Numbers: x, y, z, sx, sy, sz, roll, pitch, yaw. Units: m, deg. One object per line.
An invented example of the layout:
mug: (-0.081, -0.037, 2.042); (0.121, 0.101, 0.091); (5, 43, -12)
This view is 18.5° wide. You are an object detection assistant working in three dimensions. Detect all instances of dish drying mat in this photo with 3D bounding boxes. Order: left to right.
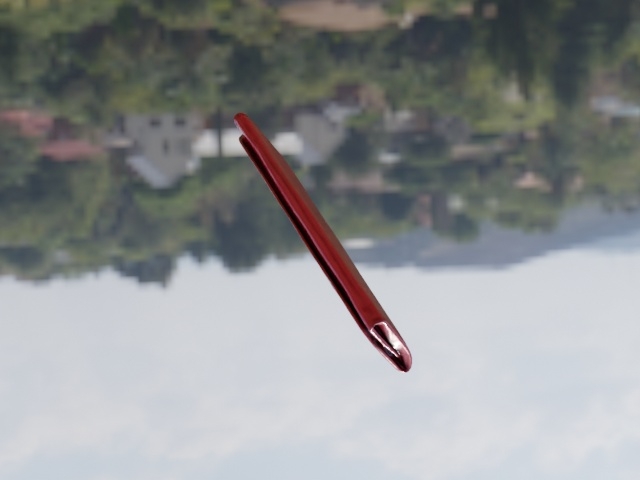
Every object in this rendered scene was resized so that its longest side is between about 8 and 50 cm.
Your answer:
dish drying mat: (0.000, 0.000, 0.542); (0.008, 0.083, 0.032); (-37, 145, 4)
